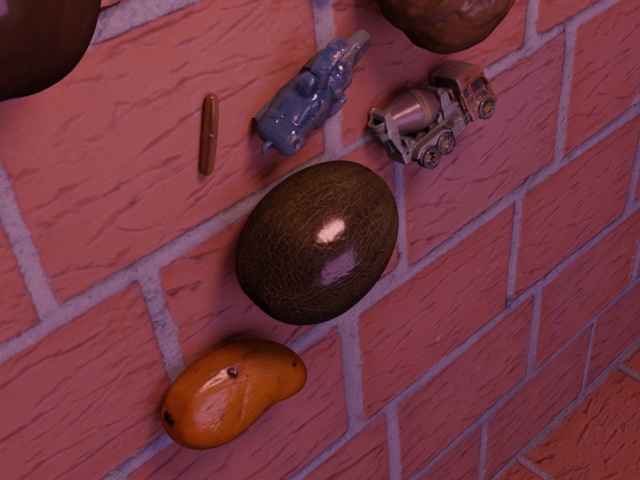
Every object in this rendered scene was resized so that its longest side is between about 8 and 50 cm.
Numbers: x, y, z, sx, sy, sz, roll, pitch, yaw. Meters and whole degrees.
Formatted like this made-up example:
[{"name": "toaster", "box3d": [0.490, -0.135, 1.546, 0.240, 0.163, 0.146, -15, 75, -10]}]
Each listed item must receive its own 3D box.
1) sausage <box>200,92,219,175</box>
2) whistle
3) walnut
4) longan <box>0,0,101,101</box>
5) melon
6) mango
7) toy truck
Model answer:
[{"name": "sausage", "box3d": [-0.169, -0.161, 1.304, 0.024, 0.024, 0.132, -19, 130, -40]}, {"name": "whistle", "box3d": [-0.008, -0.237, 1.375, 0.269, 0.093, 0.180, -48, 166, -12]}, {"name": "walnut", "box3d": [0.195, -0.423, 1.353, 0.248, 0.248, 0.248, -28, 134, -33]}, {"name": "longan", "box3d": [-0.360, -0.244, 0.855, 0.300, 0.243, 0.300, -25, 142, -21]}, {"name": "melon", "box3d": [0.000, 0.000, 1.433, 0.301, 0.238, 0.237, -47, 142, -17]}, {"name": "mango", "box3d": [-0.158, 0.269, 1.552, 0.295, 0.120, 0.177, -26, 125, -37]}, {"name": "toy truck", "box3d": [0.205, -0.243, 1.601, 0.257, 0.108, 0.140, -41, 127, -16]}]
